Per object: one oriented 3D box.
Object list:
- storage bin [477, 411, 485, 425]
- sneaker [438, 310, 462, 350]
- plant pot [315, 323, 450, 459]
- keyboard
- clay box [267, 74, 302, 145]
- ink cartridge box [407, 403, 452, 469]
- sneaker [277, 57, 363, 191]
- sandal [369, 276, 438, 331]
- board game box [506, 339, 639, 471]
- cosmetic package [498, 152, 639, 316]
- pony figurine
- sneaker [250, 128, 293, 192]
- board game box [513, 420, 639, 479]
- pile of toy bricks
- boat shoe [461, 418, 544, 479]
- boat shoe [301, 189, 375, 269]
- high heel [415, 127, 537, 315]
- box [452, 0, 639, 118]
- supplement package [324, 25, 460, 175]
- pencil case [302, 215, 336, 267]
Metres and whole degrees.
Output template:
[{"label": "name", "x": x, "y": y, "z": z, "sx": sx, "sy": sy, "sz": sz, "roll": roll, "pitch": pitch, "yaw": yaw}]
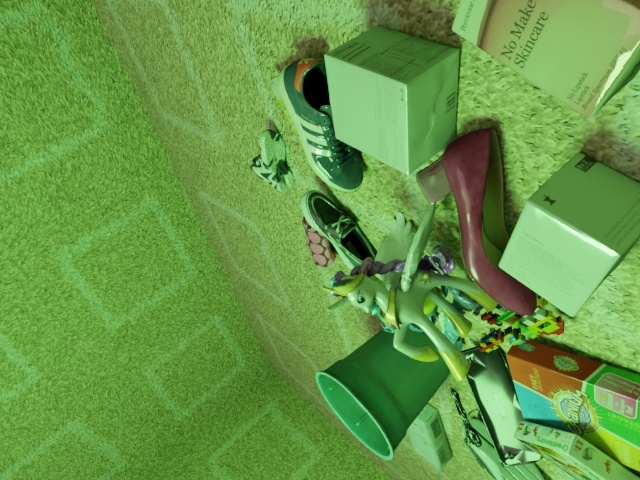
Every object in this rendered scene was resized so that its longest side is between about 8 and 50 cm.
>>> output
[{"label": "storage bin", "x": 0.538, "y": 0.521, "z": 1.374, "sx": 0.180, "sy": 0.084, "sz": 0.122, "roll": 39, "pitch": 169, "yaw": 31}, {"label": "sneaker", "x": 0.376, "y": 0.259, "z": 1.369, "sx": 0.073, "sy": 0.063, "sz": 0.162, "roll": 21, "pitch": 142, "yaw": 45}, {"label": "plant pot", "x": 0.218, "y": 0.451, "z": 1.590, "sx": 0.341, "sy": 0.334, "sz": 0.341, "roll": 41, "pitch": 155, "yaw": 24}, {"label": "keyboard", "x": 0.451, "y": 0.448, "z": 1.325, "sx": 0.201, "sy": 0.033, "sz": 0.318, "roll": -27, "pitch": 76, "yaw": 34}, {"label": "clay box", "x": -0.043, "y": -0.345, "z": 1.310, "sx": 0.127, "sy": 0.053, "sz": 0.222, "roll": 7, "pitch": 131, "yaw": 59}, {"label": "ink cartridge box", "x": 0.350, "y": 0.735, "z": 2.053, "sx": 0.384, "sy": 0.091, "sz": 0.308, "roll": 21, "pitch": 141, "yaw": 49}, {"label": "sneaker", "x": 0.028, "y": -0.274, "z": 1.189, "sx": 0.148, "sy": 0.131, "sz": 0.350, "roll": -1, "pitch": 127, "yaw": 54}, {"label": "sandal", "x": 0.229, "y": 0.189, "z": 1.477, "sx": 0.317, "sy": 0.126, "sz": 0.138, "roll": 21, "pitch": 145, "yaw": 53}, {"label": "board game box", "x": 0.590, "y": 0.363, "z": 1.084, "sx": 0.316, "sy": 0.064, "sz": 0.242, "roll": 12, "pitch": 134, "yaw": 50}, {"label": "cosmetic package", "x": 0.417, "y": -0.008, "z": 0.804, "sx": 0.151, "sy": 0.151, "sz": 0.184, "roll": 40, "pitch": 155, "yaw": 27}, {"label": "pony figurine", "x": 0.222, "y": 0.096, "z": 1.149, "sx": 0.363, "sy": 0.351, "sz": 0.303, "roll": 33, "pitch": 160, "yaw": -2}, {"label": "sneaker", "x": -0.185, "y": -0.273, "z": 1.620, "sx": 0.153, "sy": 0.094, "sz": 0.235, "roll": 24, "pitch": 155, "yaw": 34}, {"label": "board game box", "x": 0.636, "y": 0.537, "z": 1.152, "sx": 0.305, "sy": 0.053, "sz": 0.193, "roll": 35, "pitch": 163, "yaw": -5}, {"label": "pile of toy bricks", "x": 0.457, "y": 0.188, "z": 1.098, "sx": 0.105, "sy": 0.118, "sz": 0.212, "roll": 27, "pitch": 141, "yaw": -9}, {"label": "boat shoe", "x": 0.593, "y": 0.721, "z": 1.577, "sx": 0.335, "sy": 0.121, "sz": 0.119, "roll": 48, "pitch": 167, "yaw": 39}, {"label": "boat shoe", "x": 0.060, "y": -0.034, "z": 1.490, "sx": 0.301, "sy": 0.108, "sz": 0.102, "roll": 54, "pitch": 157, "yaw": -9}, {"label": "high heel", "x": 0.349, "y": -0.025, "z": 0.945, "sx": 0.377, "sy": 0.127, "sz": 0.181, "roll": 51, "pitch": 138, "yaw": -5}, {"label": "box", "x": 0.311, "y": -0.296, "z": 0.626, "sx": 0.232, "sy": 0.126, "sz": 0.149, "roll": 43, "pitch": 155, "yaw": 21}, {"label": "supplement package", "x": 0.138, "y": -0.274, "z": 0.948, "sx": 0.203, "sy": 0.149, "sz": 0.194, "roll": 35, "pitch": 151, "yaw": 35}, {"label": "pencil case", "x": 0.000, "y": 0.000, "z": 1.675, "sx": 0.098, "sy": 0.095, "sz": 0.209, "roll": 17, "pitch": 143, "yaw": 30}]
